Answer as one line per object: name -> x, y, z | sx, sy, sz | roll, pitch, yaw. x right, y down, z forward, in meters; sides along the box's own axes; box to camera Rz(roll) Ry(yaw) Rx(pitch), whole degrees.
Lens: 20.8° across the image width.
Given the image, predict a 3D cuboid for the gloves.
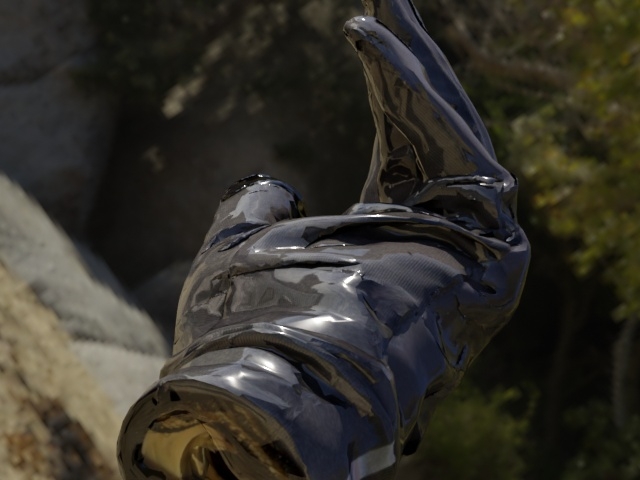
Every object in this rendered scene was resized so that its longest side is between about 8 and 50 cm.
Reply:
gloves -> 0.003, 0.011, 0.621 | 0.119, 0.142, 0.285 | 56, 35, -30
